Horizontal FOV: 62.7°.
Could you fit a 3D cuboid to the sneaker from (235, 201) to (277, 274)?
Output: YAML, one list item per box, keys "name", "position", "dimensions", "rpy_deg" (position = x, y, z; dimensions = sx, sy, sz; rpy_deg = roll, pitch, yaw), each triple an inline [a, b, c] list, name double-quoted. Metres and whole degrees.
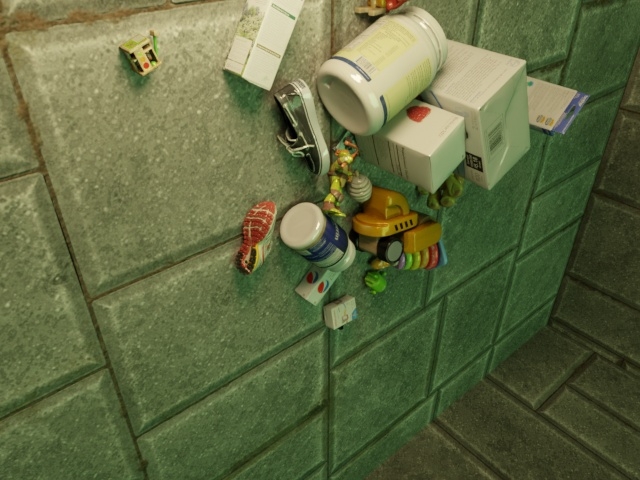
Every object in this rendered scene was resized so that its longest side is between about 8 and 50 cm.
- name: "sneaker"
  position: [-0.183, -0.011, 1.552]
  dimensions: [0.092, 0.088, 0.225]
  rpy_deg: [-11, 126, -66]

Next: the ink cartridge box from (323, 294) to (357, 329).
- name: "ink cartridge box"
  position: [0.075, 0.273, 2.002]
  dimensions: [0.122, 0.052, 0.089]
  rpy_deg: [-22, 112, -33]

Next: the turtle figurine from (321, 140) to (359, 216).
- name: "turtle figurine"
  position: [0.054, -0.187, 1.575]
  dimensions: [0.269, 0.087, 0.218]
  rpy_deg: [60, 42, -84]

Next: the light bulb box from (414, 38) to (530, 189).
- name: "light bulb box"
  position: [0.449, -0.412, 1.688]
  dimensions: [0.225, 0.361, 0.358]
  rpy_deg: [-44, 139, -13]

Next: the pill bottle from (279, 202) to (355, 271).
- name: "pill bottle"
  position: [0.000, 0.000, 1.675]
  dimensions: [0.153, 0.153, 0.264]
  rpy_deg: [-54, 142, -2]

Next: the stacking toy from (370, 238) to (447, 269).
- name: "stacking toy"
  position: [0.330, 0.059, 2.076]
  dimensions: [0.301, 0.166, 0.175]
  rpy_deg: [-13, 171, -19]

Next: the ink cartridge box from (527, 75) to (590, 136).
- name: "ink cartridge box"
  position: [0.871, -0.530, 2.076]
  dimensions: [0.186, 0.311, 0.065]
  rpy_deg: [-56, 140, 1]

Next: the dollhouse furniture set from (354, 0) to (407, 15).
- name: "dollhouse furniture set"
  position: [0.206, -0.767, 1.322]
  dimensions: [0.152, 0.201, 0.374]
  rpy_deg: [-28, 132, -30]

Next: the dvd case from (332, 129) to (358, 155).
- name: "dvd case"
  position: [0.095, -0.316, 1.666]
  dimensions: [0.119, 0.013, 0.087]
  rpy_deg: [-54, 141, -2]

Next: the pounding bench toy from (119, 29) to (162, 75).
- name: "pounding bench toy"
  position: [-0.364, -0.396, 1.110]
  dimensions: [0.083, 0.052, 0.065]
  rpy_deg: [-41, 139, -18]

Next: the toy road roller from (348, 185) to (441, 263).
- name: "toy road roller"
  position: [0.262, -0.080, 1.859]
  dimensions: [0.329, 0.202, 0.241]
  rpy_deg: [-19, 117, -35]

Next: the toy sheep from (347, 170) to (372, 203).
- name: "toy sheep"
  position: [0.127, -0.177, 1.734]
  dimensions: [0.091, 0.091, 0.132]
  rpy_deg: [-41, 138, -17]

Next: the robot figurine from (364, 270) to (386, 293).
- name: "robot figurine"
  position: [0.219, 0.163, 2.077]
  dimensions: [0.115, 0.067, 0.101]
  rpy_deg: [42, 72, -51]

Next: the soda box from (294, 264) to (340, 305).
- name: "soda box"
  position: [0.009, 0.115, 1.829]
  dimensions: [0.216, 0.069, 0.074]
  rpy_deg: [-54, 140, -4]

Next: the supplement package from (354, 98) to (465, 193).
- name: "supplement package"
  position: [0.272, -0.310, 1.610]
  dimensions: [0.177, 0.293, 0.175]
  rpy_deg: [-47, 147, -17]

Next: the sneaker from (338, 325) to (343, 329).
- name: "sneaker"
  position: [0.085, 0.315, 2.069]
  dimensions: [0.031, 0.035, 0.083]
  rpy_deg: [-10, 122, -43]

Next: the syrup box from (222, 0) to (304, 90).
- name: "syrup box"
  position: [-0.134, -0.493, 1.246]
  dimensions: [0.096, 0.093, 0.237]
  rpy_deg: [11, 107, -48]

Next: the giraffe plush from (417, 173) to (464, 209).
- name: "giraffe plush"
  position: [0.484, -0.239, 2.029]
  dimensions: [0.170, 0.181, 0.210]
  rpy_deg: [-21, 95, -48]

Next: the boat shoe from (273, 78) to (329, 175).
- name: "boat shoe"
  position: [-0.056, -0.288, 1.453]
  dimensions: [0.104, 0.113, 0.306]
  rpy_deg: [-33, 143, -14]

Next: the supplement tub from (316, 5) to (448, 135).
- name: "supplement tub"
  position: [0.174, -0.473, 1.464]
  dimensions: [0.325, 0.235, 0.235]
  rpy_deg: [-43, 139, -16]
